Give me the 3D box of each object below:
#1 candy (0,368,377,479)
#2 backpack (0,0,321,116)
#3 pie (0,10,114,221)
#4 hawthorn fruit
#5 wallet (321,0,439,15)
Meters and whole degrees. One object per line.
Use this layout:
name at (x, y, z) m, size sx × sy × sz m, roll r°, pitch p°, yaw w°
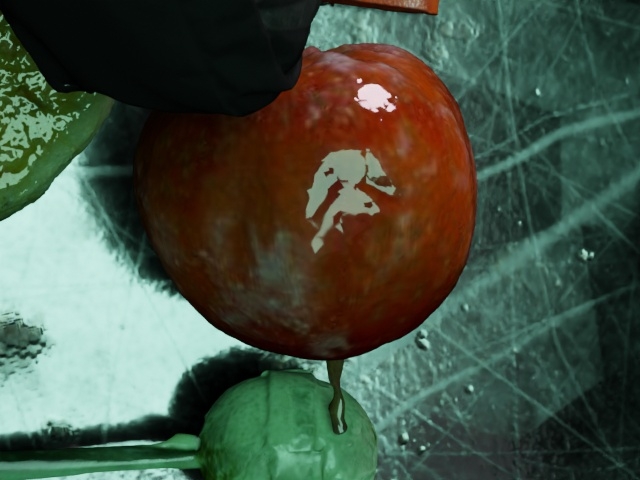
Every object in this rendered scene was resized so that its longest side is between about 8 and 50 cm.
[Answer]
candy at (-0.178, 0.155, 1.329) m, size 0.440 × 0.119 × 0.119 m, roll -1°, pitch 96°, yaw -8°
backpack at (-0.099, -0.317, 1.156) m, size 0.363 × 0.255 × 0.445 m, roll 65°, pitch 37°, yaw -49°
pie at (-0.270, -0.137, 1.276) m, size 0.277 × 0.078 × 0.277 m, roll -2°, pitch 94°, yaw -22°
hawthorn fruit at (0.000, 0.000, 1.280) m, size 0.242 × 0.242 × 0.271 m, roll -14°, pitch 96°, yaw -15°
wallet at (0.030, -0.272, 1.364) m, size 0.142 × 0.045 × 0.204 m, roll 5°, pitch 94°, yaw -17°
